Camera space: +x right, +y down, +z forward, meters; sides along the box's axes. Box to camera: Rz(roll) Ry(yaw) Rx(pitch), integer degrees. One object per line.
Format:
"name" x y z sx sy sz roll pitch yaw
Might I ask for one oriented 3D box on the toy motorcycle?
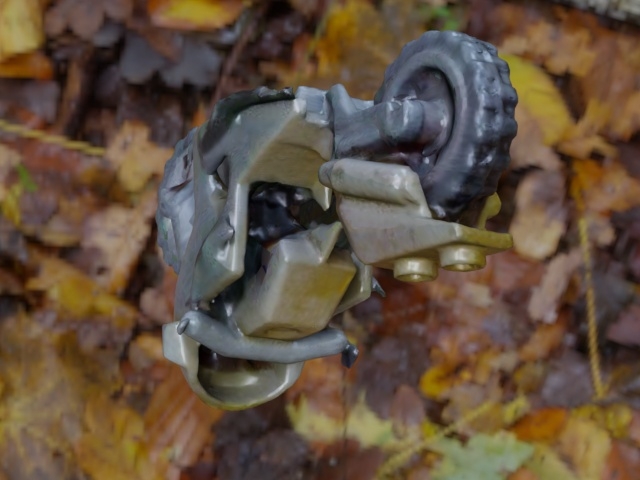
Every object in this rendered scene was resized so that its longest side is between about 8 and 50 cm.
"toy motorcycle" -0.001 0.000 0.636 0.094 0.229 0.130 13 73 -34
